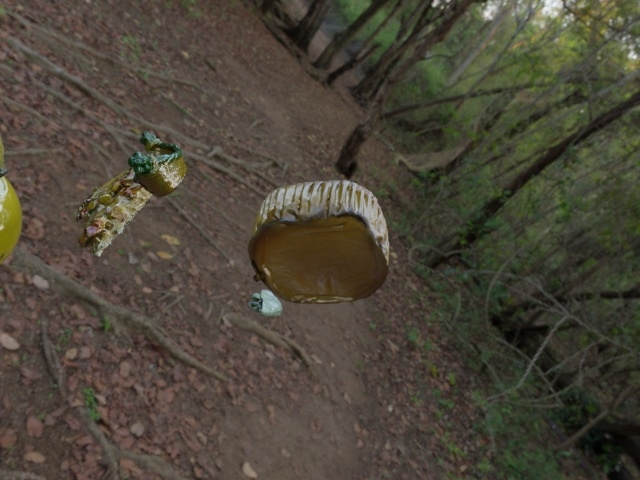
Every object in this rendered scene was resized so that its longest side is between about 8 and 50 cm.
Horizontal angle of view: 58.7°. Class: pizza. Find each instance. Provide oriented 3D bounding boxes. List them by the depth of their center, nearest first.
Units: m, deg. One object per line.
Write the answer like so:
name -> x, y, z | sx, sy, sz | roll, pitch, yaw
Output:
pizza -> -0.481, -0.071, 1.265 | 0.074, 0.251, 0.287 | 51, 47, -27

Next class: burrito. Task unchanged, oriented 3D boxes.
burrito -> -0.140, 0.153, 1.375 | 0.074, 0.044, 0.118 | 48, 15, 16

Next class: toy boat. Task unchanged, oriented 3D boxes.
toy boat -> -0.273, -0.129, 0.941 | 0.088, 0.089, 0.229 | 55, 0, -24

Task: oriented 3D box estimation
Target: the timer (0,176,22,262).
timer -> -0.969, -0.031, 1.448 | 0.376, 0.387, 0.376 | 41, 19, -17

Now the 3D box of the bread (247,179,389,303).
bread -> 0.000, -0.001, 0.810 | 0.199, 0.199, 0.104 | 35, 36, -23

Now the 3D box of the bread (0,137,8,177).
bread -> -0.771, -0.198, 1.148 | 0.205, 0.162, 0.262 | 4, 7, -15
